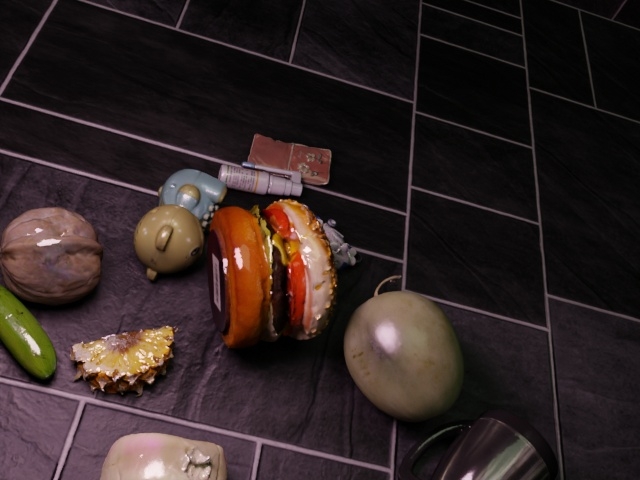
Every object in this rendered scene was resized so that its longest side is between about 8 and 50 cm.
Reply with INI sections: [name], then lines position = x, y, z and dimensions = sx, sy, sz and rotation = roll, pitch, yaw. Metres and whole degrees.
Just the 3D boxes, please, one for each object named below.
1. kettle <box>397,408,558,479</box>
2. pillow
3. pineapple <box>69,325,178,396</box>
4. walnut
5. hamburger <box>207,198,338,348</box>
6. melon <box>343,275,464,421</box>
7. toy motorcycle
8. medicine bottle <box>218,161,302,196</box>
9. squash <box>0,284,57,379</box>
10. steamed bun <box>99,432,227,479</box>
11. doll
[kettle]
position = 0.323, 0.499, 1.577
dimensions = 0.271, 0.207, 0.250
rotation = -38, 79, -29
[pillow]
position = -0.085, -0.221, 2.082
dimensions = 0.233, 0.043, 0.126
rotation = 12, 54, -11
[pineapple]
position = -0.400, 0.264, 1.577
dimensions = 0.233, 0.079, 0.135
rotation = -11, 50, -20
[walnut]
position = -0.573, 0.033, 1.613
dimensions = 0.224, 0.224, 0.224
rotation = 10, 51, -13
[hamburger]
position = -0.111, 0.071, 1.668
dimensions = 0.250, 0.330, 0.329
rotation = -4, 55, -17
[melon]
position = 0.187, 0.251, 1.680
dimensions = 0.308, 0.271, 0.272
rotation = 40, 51, 23
[toy motorcycle]
position = 0.000, 0.000, 1.913
dimensions = 0.221, 0.102, 0.150
rotation = 38, 30, 7
[medicine bottle]
position = -0.158, -0.165, 1.998
dimensions = 0.221, 0.061, 0.092
rotation = 10, 57, -13
[squash]
position = -0.639, 0.170, 1.556
dimensions = 0.292, 0.082, 0.082
rotation = 44, 52, 16
[steamed bun]
position = -0.290, 0.445, 1.419
dimensions = 0.239, 0.152, 0.169
rotation = 12, 45, -15
[doll]
position = -0.335, -0.037, 1.764
dimensions = 0.162, 0.177, 0.260
rotation = 25, 47, -6
